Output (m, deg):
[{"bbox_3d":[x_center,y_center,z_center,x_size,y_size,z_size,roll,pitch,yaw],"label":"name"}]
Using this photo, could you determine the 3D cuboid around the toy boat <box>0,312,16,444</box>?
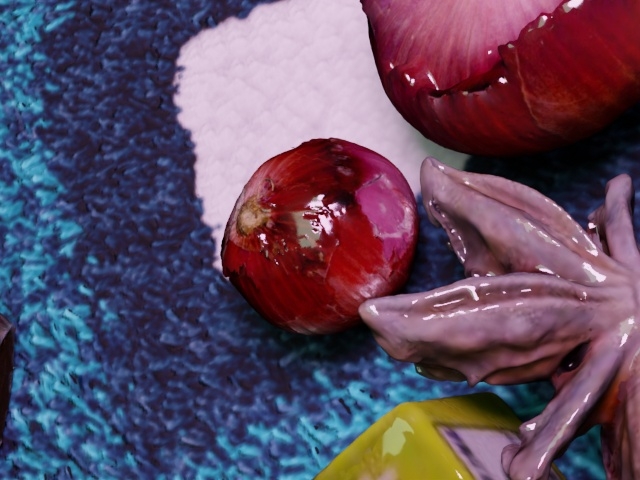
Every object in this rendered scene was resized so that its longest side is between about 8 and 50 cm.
[{"bbox_3d":[-0.266,0.112,0.942,0.066,0.059,0.140,4,73,10],"label":"toy boat"}]

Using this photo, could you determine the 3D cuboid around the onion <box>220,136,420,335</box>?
[{"bbox_3d":[0.000,0.000,0.811,0.131,0.131,0.131,-9,70,25],"label":"onion"}]

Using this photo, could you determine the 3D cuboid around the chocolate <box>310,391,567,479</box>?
[{"bbox_3d":[0.053,0.269,0.682,0.289,0.137,0.301,-43,59,9],"label":"chocolate"}]

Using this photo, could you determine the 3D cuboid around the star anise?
[{"bbox_3d":[0.142,0.056,0.707,0.257,0.110,0.198,32,59,9],"label":"star anise"}]

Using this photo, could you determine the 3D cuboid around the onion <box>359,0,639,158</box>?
[{"bbox_3d":[0.131,-0.158,0.768,0.248,0.161,0.248,-14,53,18],"label":"onion"}]
